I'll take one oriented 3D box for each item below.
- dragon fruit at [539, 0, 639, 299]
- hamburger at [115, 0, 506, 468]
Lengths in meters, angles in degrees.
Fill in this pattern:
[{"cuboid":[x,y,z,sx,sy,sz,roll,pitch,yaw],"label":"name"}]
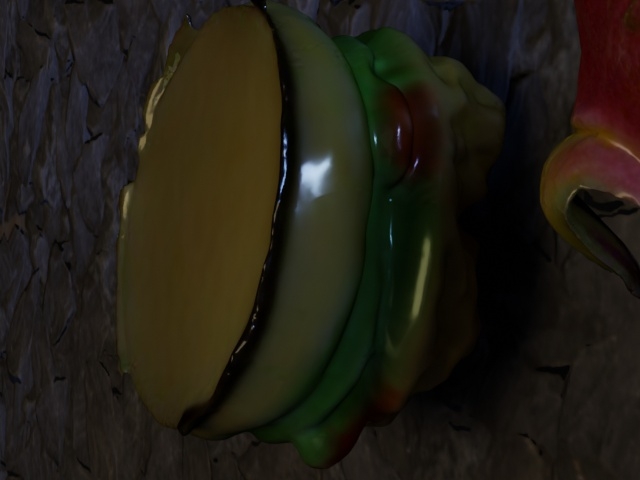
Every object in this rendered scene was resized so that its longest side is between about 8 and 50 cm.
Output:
[{"cuboid":[0.171,-0.076,0.550,0.224,0.224,0.227,-132,38,-53],"label":"dragon fruit"},{"cuboid":[0.000,0.000,0.961,0.237,0.149,0.237,-33,52,56],"label":"hamburger"}]
